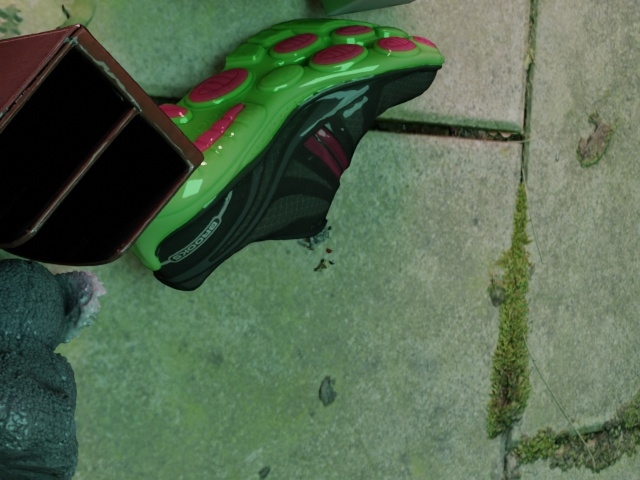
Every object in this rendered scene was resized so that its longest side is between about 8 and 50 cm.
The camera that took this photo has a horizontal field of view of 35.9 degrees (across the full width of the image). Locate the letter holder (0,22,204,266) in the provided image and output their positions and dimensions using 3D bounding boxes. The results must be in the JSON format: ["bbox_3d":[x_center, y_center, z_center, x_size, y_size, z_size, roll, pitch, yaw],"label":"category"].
[{"bbox_3d":[-0.285,-0.047,0.853,0.152,0.302,0.214,48,66,-31],"label":"letter holder"}]

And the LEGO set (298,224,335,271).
[{"bbox_3d":[0.002,0.000,1.263,0.054,0.023,0.083,-45,119,-26],"label":"LEGO set"}]

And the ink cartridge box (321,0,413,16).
[{"bbox_3d":[0.059,-0.397,1.206,0.154,0.093,0.212,-19,94,-37],"label":"ink cartridge box"}]

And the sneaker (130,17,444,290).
[{"bbox_3d":[-0.043,-0.115,1.151,0.483,0.185,0.202,-35,137,-30],"label":"sneaker"}]

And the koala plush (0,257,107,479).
[{"bbox_3d":[-0.300,0.111,0.944,0.196,0.203,0.221,16,59,-21],"label":"koala plush"}]
